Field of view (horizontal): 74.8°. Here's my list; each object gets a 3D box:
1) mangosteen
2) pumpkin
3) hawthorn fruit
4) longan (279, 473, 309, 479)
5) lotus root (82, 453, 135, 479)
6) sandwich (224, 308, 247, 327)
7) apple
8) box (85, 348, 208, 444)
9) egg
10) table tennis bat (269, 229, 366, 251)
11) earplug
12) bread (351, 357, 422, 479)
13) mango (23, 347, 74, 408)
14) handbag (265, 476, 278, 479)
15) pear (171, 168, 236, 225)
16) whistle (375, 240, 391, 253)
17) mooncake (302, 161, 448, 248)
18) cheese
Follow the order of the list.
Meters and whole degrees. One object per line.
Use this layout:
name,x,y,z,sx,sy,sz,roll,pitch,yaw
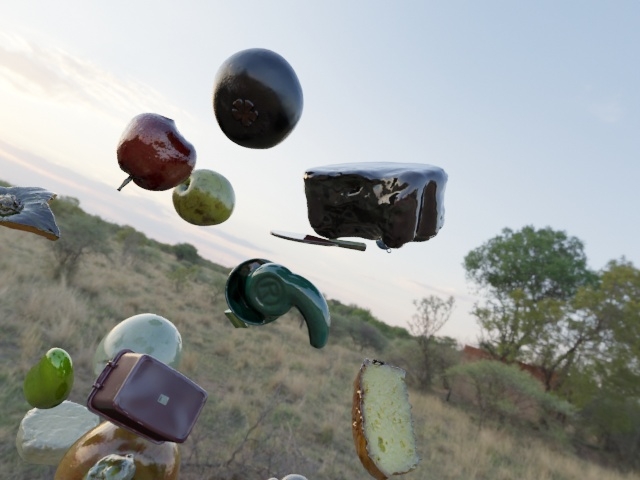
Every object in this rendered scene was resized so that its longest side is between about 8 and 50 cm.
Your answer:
mangosteen,-0.170,-0.412,1.204,0.274,0.275,0.302,21,35,-6
pumpkin,-0.960,-0.096,1.267,0.289,0.095,0.258,1,32,-33
hawthorn fruit,-0.499,-0.241,1.232,0.210,0.266,0.230,5,-43,33
longan,-0.081,0.856,1.343,0.187,0.167,0.167,43,2,27
lotus root,-0.589,0.660,1.190,0.113,0.088,0.192,1,-10,3
sandwich,-0.404,0.382,2.003,0.074,0.117,0.074,-7,11,17
apple,-0.708,0.825,1.477,0.399,0.401,0.333,23,-19,-18
box,-0.483,0.452,1.199,0.167,0.194,0.294,-15,-50,44
egg,-0.637,0.403,1.507,0.277,0.279,0.336,20,23,-1
table tennis bat,0.000,0.000,0.929,0.234,0.022,0.131,9,5,-29
earplug,-0.113,0.142,1.050,0.257,0.164,0.280,22,-8,-24
bread,0.133,0.418,0.956,0.129,0.261,0.134,12,-44,-11
mango,-0.927,0.476,1.442,0.142,0.293,0.175,-4,56,-47
handbag,-0.240,0.789,1.104,0.149,0.301,0.283,59,16,20
pear,-0.519,-0.186,1.883,0.283,0.284,0.283,20,-9,3
whistle,0.271,-0.017,1.805,0.158,0.090,0.090,67,-18,-5
mooncake,0.160,-0.112,1.149,0.380,0.213,0.350,15,28,41
cheese,-1.171,0.856,1.883,0.317,0.115,0.326,29,16,28
